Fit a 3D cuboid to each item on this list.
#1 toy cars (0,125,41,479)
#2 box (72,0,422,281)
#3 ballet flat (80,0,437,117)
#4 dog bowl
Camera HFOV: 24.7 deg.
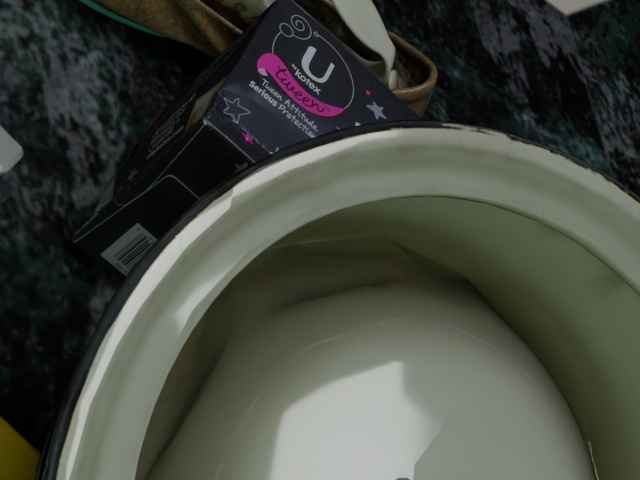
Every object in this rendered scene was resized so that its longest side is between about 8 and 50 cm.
[{"bbox_3d":[-0.231,0.076,0.759,0.176,0.087,0.394,14,52,-42],"label":"toy cars"},{"bbox_3d":[0.000,0.000,0.931,0.247,0.163,0.142,41,44,-14],"label":"box"},{"bbox_3d":[-0.055,-0.178,1.022,0.342,0.124,0.116,34,47,-18],"label":"ballet flat"},{"bbox_3d":[0.040,0.153,0.727,0.407,0.150,0.408,4,80,-25],"label":"dog bowl"}]
